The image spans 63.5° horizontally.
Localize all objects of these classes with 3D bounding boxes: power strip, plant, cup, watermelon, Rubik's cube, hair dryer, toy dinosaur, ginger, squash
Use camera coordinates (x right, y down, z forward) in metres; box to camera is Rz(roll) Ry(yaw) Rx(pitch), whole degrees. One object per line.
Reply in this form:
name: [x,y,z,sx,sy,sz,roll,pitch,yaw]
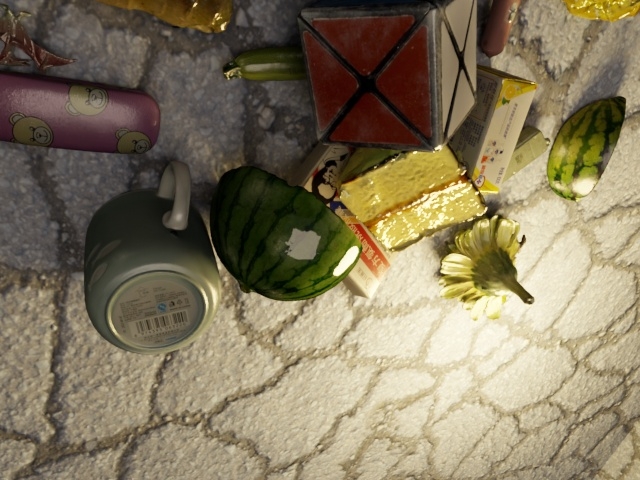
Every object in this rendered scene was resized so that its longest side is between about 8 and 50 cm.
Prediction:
power strip: [0.467,-0.194,1.339,0.272,0.052,0.078,-37,125,3]
plant: [0.497,0.071,1.429,0.261,0.297,0.306,-49,113,-27]
cup: [-0.316,0.024,1.021,0.260,0.274,0.356,12,115,-28]
watermelon: [-0.099,0.016,1.048,0.331,0.331,0.189,44,57,-35]
Rubik's cube: [0.141,-0.328,0.956,0.260,0.259,0.254,-47,139,-41]
hair dryer: [0.410,-0.527,1.045,0.125,0.210,0.352,-15,138,-19]
watermelon: [0.720,-0.227,1.371,0.159,0.128,0.303,0,119,-22]
toy dinosaur: [-0.529,-0.338,0.873,0.220,0.032,0.108,12,118,-16]
ginger: [-0.276,-0.435,0.874,0.263,0.116,0.109,7,75,-20]
squash: [-0.072,-0.351,1.024,0.252,0.066,0.066,-8,121,-18]

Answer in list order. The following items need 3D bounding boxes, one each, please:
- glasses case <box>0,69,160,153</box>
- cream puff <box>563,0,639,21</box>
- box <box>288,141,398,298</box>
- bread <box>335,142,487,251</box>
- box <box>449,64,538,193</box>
glasses case: [-0.456,-0.228,0.938,0.317,0.076,0.123,3,118,-23]
cream puff: [0.618,-0.568,1.106,0.221,0.194,0.194,36,101,-31]
box: [0.066,-0.050,1.203,0.353,0.069,0.214,50,64,-34]
bread: [0.201,-0.101,1.109,0.263,0.236,0.198,43,61,-38]
box: [0.366,-0.257,1.194,0.097,0.168,0.265,-1,118,-24]
